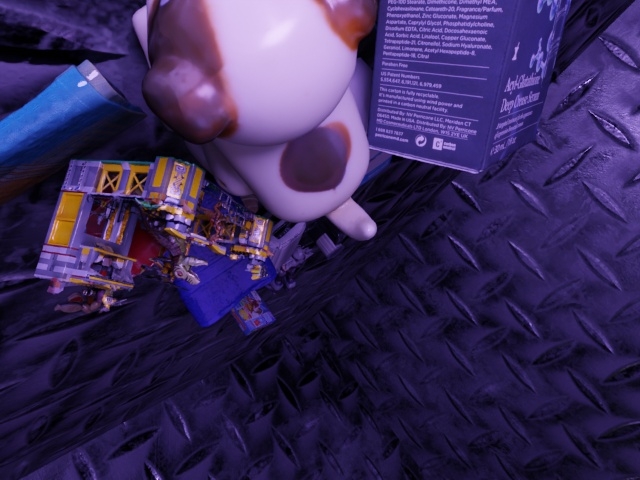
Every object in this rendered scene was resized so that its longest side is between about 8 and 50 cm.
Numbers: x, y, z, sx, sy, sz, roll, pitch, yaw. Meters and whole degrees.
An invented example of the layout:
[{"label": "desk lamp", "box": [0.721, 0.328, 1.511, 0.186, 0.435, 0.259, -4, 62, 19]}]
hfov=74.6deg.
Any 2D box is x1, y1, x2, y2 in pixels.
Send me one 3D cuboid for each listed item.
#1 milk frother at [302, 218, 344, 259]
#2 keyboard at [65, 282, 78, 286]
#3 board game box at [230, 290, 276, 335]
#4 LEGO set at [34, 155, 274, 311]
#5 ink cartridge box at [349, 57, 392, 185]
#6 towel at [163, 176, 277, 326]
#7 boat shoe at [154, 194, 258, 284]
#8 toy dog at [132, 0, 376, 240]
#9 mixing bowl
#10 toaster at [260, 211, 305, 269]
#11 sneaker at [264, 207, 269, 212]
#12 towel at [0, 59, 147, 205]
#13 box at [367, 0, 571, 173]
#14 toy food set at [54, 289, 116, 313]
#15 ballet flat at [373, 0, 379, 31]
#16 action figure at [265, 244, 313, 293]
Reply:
[{"label": "milk frother", "box": [0.000, 0.000, 1.576, 0.143, 0.134, 0.129, -30, 162, -25]}, {"label": "keyboard", "box": [-0.451, 0.014, 0.862, 0.256, 0.014, 0.072, -43, 169, 19]}, {"label": "board game box", "box": [-0.267, 0.232, 1.515, 0.035, 0.201, 0.136, -48, 161, 31]}, {"label": "LEGO set", "box": [-0.224, 0.021, 0.620, 0.331, 0.255, 0.192, 54, 45, -74]}, {"label": "ink cartridge box", "box": [0.064, -0.247, 0.961, 0.168, 0.171, 0.232, -35, 164, -12]}, {"label": "towel", "box": [-0.249, 0.024, 0.961, 0.228, 0.076, 0.308, -36, 127, -22]}, {"label": "boat shoe", "box": [-0.270, -0.001, 1.048, 0.302, 0.098, 0.109, -36, 164, -8]}, {"label": "toy dog", "box": [-0.073, -0.170, 0.524, 0.285, 0.395, 0.408, -26, 170, -1]}, {"label": "mixing bowl", "box": [-0.359, -0.028, 0.740, 0.181, 0.098, 0.181, -39, 149, -28]}, {"label": "toaster", "box": [-0.142, -0.003, 1.231, 0.227, 0.129, 0.146, -43, 168, -46]}, {"label": "sneaker", "box": [-0.055, -0.111, 1.198, 0.302, 0.108, 0.121, -23, 154, -46]}, {"label": "towel", "box": [-0.384, -0.073, 0.483, 0.370, 0.040, 0.271, -35, -163, -7]}, {"label": "box", "box": [0.253, -0.347, 0.683, 0.294, 0.212, 0.395, -28, 129, -45]}, {"label": "toy food set", "box": [-0.548, 0.140, 0.988, 0.078, 0.019, 0.122, -40, 156, 5]}, {"label": "ballet flat", "box": [0.094, -0.410, 0.702, 0.349, 0.123, 0.123, -17, 154, -52]}, {"label": "action figure", "box": [-0.131, 0.109, 1.680, 0.185, 0.099, 0.285, -16, 150, -38]}]
